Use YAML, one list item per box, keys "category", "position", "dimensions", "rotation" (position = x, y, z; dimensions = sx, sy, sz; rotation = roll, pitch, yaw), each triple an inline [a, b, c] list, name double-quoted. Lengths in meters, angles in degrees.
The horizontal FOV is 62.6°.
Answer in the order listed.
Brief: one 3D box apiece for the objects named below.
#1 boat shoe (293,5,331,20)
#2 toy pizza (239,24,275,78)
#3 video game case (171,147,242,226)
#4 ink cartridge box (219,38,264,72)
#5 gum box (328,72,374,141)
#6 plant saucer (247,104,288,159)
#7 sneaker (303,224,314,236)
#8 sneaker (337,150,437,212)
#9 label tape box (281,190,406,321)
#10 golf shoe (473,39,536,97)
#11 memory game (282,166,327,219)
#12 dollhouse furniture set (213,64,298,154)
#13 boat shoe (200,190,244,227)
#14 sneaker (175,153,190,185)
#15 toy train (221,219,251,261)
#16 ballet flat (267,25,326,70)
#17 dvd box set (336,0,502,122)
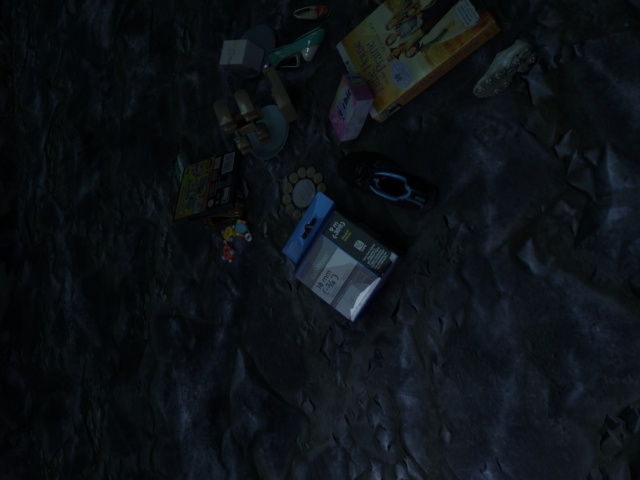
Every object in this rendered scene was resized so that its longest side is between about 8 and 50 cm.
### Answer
- category: "boat shoe"
  position: [-0.028, -0.775, 1.790]
  dimensions: [0.137, 0.043, 0.049]
  rotation: [7, 86, 36]
- category: "toy pizza"
  position: [-0.237, -0.694, 1.943]
  dimensions: [0.201, 0.032, 0.201]
  rotation: [-6, 80, 36]
- category: "video game case"
  position: [-0.407, -0.194, 1.908]
  dimensions: [0.248, 0.035, 0.274]
  rotation: [-15, 51, 20]
- category: "ink cartridge box"
  position: [-0.290, -0.663, 1.899]
  dimensions: [0.143, 0.092, 0.089]
  rotation: [14, 93, 38]
- category: "gum box"
  position: [0.089, -0.398, 1.595]
  dimensions: [0.188, 0.062, 0.107]
  rotation: [115, 137, -56]
- category: "plant saucer"
  position: [-0.176, -0.378, 1.856]
  dimensions: [0.195, 0.037, 0.194]
  rotation: [-5, 82, 37]
- category: "sneaker"
  position: [0.000, 0.000, 1.659]
  dimensions: [0.186, 0.070, 0.083]
  rotation: [6, 83, 38]
- category: "sneaker"
  position: [0.168, -0.186, 1.513]
  dimensions: [0.341, 0.140, 0.125]
  rotation: [27, 102, 37]
- category: "label tape box"
  position: [0.042, 0.041, 1.547]
  dimensions: [0.334, 0.106, 0.240]
  rotation: [37, 107, 16]
- category: "golf shoe"
  position: [0.472, -0.449, 1.378]
  dimensions: [0.176, 0.069, 0.086]
  rotation: [-36, 45, 25]
- category: "memory game"
  position: [-0.054, -0.156, 1.754]
  dimensions: [0.186, 0.012, 0.186]
  rotation: [-6, 80, 37]
- category: "dollhouse furniture set"
  position: [-0.221, -0.441, 1.750]
  dimensions: [0.242, 0.212, 0.160]
  rotation: [-25, 70, 4]
- category: "boat shoe"
  position: [-0.413, -0.100, 1.953]
  dimensions: [0.307, 0.111, 0.104]
  rotation: [-15, 75, 35]
- category: "sneaker"
  position: [-0.551, -0.262, 2.118]
  dimensions: [0.076, 0.065, 0.166]
  rotation: [-30, 63, 48]
- category: "toy train"
  position: [-0.299, -0.002, 1.900]
  dimensions: [0.166, 0.046, 0.125]
  rotation: [-37, 66, 31]
- category: "ballet flat"
  position: [-0.071, -0.643, 1.795]
  dimensions: [0.247, 0.083, 0.087]
  rotation: [-12, 102, 35]
- category: "dvd box set"
  position: [0.266, -0.591, 1.536]
  dimensions: [0.420, 0.062, 0.307]
  rotation: [-34, 65, 29]
